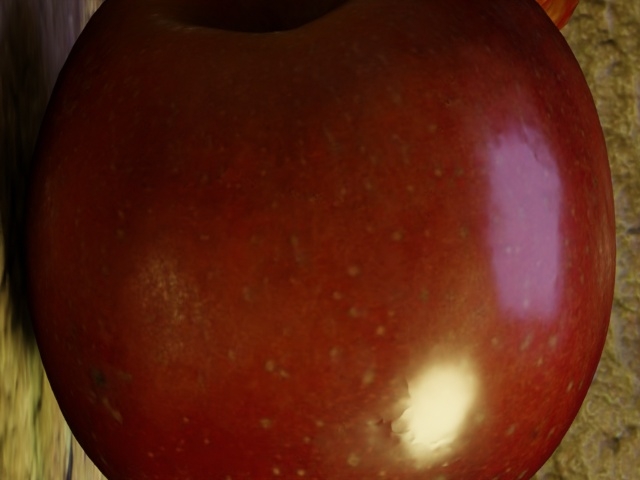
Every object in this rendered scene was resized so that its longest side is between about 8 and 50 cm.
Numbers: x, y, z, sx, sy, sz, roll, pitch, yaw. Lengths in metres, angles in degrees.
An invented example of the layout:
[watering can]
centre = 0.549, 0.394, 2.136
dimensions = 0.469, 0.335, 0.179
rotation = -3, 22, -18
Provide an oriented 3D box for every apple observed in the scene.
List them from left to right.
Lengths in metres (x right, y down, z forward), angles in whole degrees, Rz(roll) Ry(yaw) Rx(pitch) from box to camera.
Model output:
[apple]
centre = 0.000, 0.000, 0.658
dimensions = 0.218, 0.218, 0.201
rotation = -90, 173, -64

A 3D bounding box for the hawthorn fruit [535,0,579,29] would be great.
[hawthorn fruit]
centre = 0.021, -0.236, 1.052
dimensions = 0.287, 0.287, 0.330
rotation = 79, 5, -84
